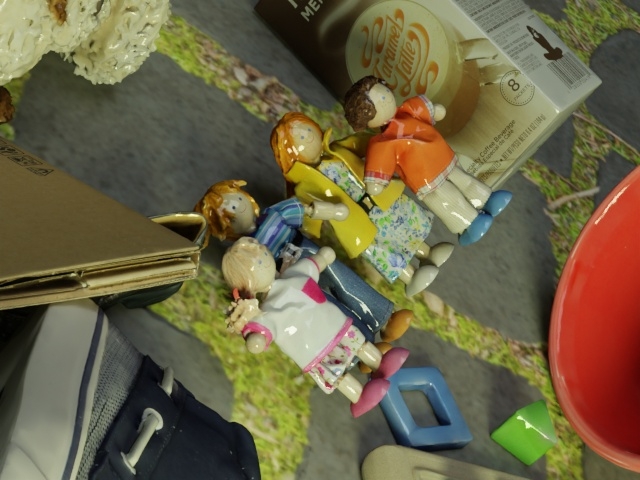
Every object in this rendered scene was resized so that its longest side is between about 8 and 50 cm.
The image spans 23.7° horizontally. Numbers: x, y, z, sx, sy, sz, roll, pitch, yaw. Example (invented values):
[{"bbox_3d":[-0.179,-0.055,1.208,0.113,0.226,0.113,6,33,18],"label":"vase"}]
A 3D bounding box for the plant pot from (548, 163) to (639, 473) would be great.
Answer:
[{"bbox_3d":[0.353,0.081,1.159,0.243,0.275,0.275,28,37,-33],"label":"plant pot"}]

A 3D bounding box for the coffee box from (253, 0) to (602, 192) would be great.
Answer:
[{"bbox_3d":[0.085,-0.159,1.241,0.246,0.141,0.098,46,37,7],"label":"coffee box"}]

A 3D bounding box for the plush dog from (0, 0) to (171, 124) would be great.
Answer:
[{"bbox_3d":[-0.185,-0.192,0.948,0.211,0.262,0.225,23,42,-9],"label":"plush dog"}]

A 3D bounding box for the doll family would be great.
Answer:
[{"bbox_3d":[0.000,0.000,1.048,0.163,0.118,0.263,43,54,-10],"label":"doll family"}]

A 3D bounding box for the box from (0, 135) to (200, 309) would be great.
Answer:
[{"bbox_3d":[-0.193,-0.015,0.855,0.201,0.021,0.164,28,24,36],"label":"box"}]

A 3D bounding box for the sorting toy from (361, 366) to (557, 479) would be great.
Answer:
[{"bbox_3d":[0.131,0.218,0.975,0.196,0.047,0.347,15,44,-32],"label":"sorting toy"}]

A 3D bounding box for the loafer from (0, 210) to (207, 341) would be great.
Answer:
[{"bbox_3d":[-0.138,0.015,0.924,0.062,0.061,0.170,52,38,12],"label":"loafer"}]

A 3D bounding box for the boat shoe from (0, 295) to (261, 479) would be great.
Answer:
[{"bbox_3d":[-0.104,0.146,0.723,0.158,0.127,0.340,36,21,-14],"label":"boat shoe"}]
